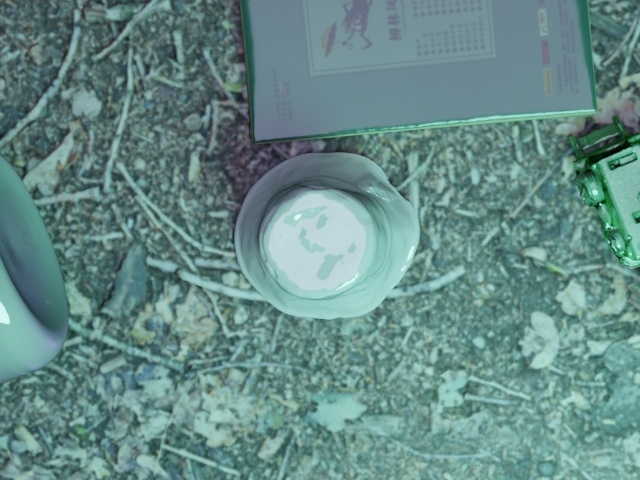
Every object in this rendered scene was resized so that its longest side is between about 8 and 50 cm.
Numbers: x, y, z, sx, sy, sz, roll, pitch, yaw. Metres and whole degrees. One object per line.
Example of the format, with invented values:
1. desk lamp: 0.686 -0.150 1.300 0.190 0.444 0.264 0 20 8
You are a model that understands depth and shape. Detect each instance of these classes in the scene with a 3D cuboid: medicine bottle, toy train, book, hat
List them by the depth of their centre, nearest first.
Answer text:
1. medicine bottle: -0.451 0.058 1.679 0.324 0.256 0.256 -20 93 7
2. hat: 0.000 0.000 1.718 0.203 0.126 0.203 1 96 6
3. toy train: 0.325 -0.052 1.726 0.099 0.081 0.149 -25 98 4
4. book: 0.099 -0.248 1.741 0.379 0.031 0.264 -4 93 3
